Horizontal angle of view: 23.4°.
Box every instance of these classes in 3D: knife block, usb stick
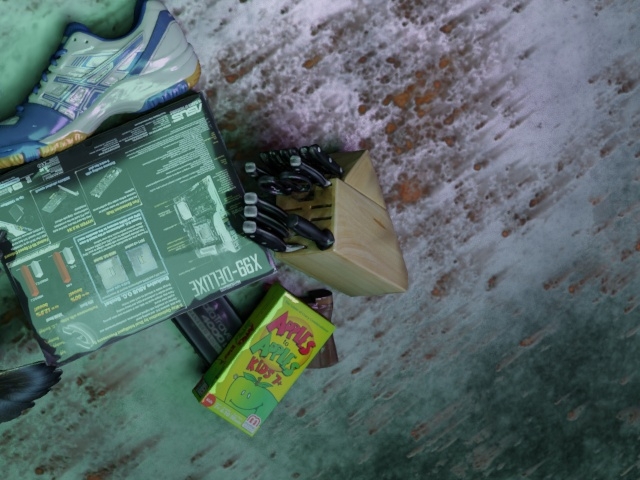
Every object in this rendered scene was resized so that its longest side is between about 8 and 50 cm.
[{"bbox_3d":[0.000,0.000,1.909,0.088,0.242,0.276,-5,117,28],"label":"knife block"},{"bbox_3d":[-0.147,0.102,2.007,0.077,0.045,0.278,-38,115,-8],"label":"usb stick"}]

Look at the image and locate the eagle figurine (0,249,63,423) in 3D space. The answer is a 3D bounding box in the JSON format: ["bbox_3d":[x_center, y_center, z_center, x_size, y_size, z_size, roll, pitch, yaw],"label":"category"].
[{"bbox_3d":[-0.464,0.156,1.741,0.225,0.298,0.226,33,135,14],"label":"eagle figurine"}]

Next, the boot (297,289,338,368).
[{"bbox_3d":[-0.029,0.128,2.059,0.106,0.037,0.114,-7,115,-12],"label":"boot"}]

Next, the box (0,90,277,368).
[{"bbox_3d":[-0.238,-0.014,1.887,0.307,0.076,0.242,-24,98,-7],"label":"box"}]

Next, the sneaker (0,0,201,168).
[{"bbox_3d":[-0.296,-0.187,1.838,0.296,0.112,0.131,-29,105,-14],"label":"sneaker"}]

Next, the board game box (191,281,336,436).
[{"bbox_3d":[-0.073,0.154,2.000,0.092,0.043,0.181,37,92,-25],"label":"board game box"}]
